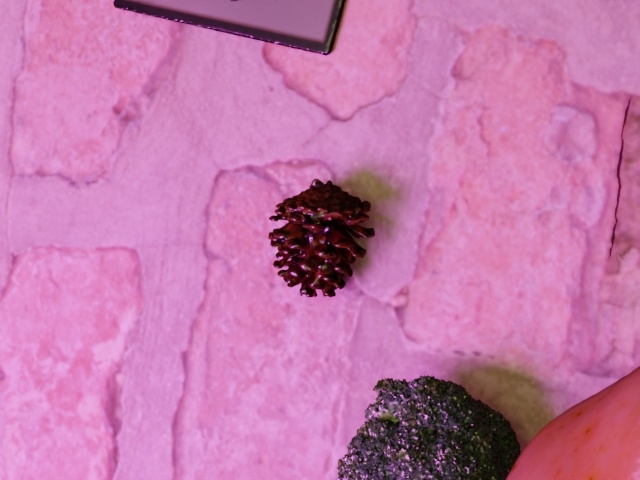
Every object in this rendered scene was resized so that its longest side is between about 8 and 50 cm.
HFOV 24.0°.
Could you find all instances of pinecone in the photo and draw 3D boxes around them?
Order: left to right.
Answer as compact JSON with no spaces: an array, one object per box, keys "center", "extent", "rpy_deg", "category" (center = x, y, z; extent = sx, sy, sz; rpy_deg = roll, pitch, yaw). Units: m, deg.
[{"center":[-0.002,-0.002,1.402],"extent":[0.102,0.102,0.109],"rpy_deg":[33,125,18],"category":"pinecone"}]

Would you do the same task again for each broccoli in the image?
[{"center":[0.090,0.213,1.327],"extent":[0.195,0.156,0.195],"rpy_deg":[2,85,-20],"category":"broccoli"}]

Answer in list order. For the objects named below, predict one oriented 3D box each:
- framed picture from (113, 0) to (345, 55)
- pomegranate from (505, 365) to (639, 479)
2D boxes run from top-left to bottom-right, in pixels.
[{"center":[-0.059,-0.362,1.482],"extent":[0.244,0.013,0.324],"rpy_deg":[15,91,20],"category":"framed picture"},{"center":[0.308,0.280,1.137],"extent":[0.411,0.411,0.411],"rpy_deg":[-1,86,19],"category":"pomegranate"}]
